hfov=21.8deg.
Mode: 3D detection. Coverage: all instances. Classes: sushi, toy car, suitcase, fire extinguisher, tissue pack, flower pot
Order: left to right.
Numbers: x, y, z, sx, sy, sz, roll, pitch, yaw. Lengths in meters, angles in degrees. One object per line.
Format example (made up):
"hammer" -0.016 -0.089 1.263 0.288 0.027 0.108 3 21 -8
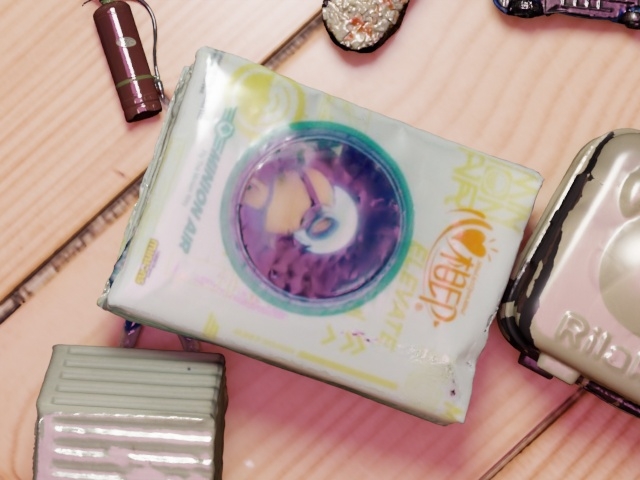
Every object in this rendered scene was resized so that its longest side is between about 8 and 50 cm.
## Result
"fire extinguisher" -0.209 -0.212 1.818 0.078 0.045 0.157 -17 88 -28
"flower pot" -0.194 0.230 1.723 0.189 0.209 0.239 4 88 0
"tissue pack" 0.000 0.000 1.726 0.388 0.162 0.287 20 87 -10
"sushi" 0.059 -0.274 1.799 0.090 0.078 0.150 33 90 1
"toy car" 0.287 -0.285 1.808 0.216 0.063 0.103 5 89 -6
"suitcase" 0.393 0.034 1.737 0.351 0.194 0.339 29 87 0

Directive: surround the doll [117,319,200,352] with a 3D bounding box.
"doll" -0.172 0.022 1.805 0.114 0.057 0.227 5 91 4
